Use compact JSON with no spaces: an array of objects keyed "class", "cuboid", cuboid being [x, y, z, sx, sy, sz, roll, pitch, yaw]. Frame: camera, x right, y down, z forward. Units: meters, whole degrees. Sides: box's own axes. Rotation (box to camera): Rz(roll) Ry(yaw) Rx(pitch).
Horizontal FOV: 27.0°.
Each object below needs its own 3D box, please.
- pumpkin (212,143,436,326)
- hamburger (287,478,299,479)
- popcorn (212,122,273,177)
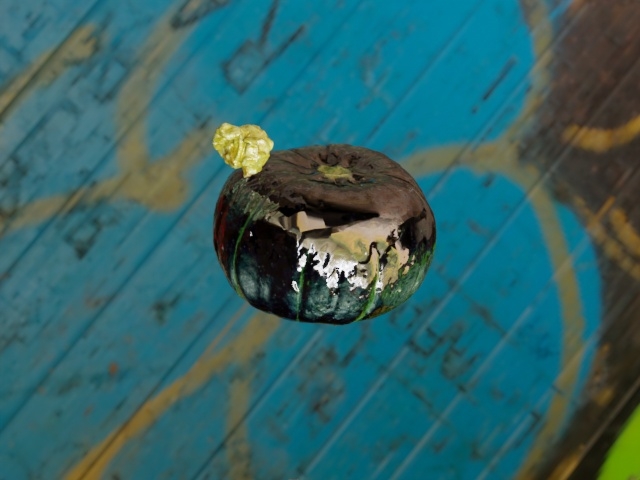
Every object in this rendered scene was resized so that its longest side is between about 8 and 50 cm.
[{"class":"pumpkin","cuboid":[0.000,0.000,1.889,0.315,0.315,0.238,36,131,35]},{"class":"hamburger","cuboid":[-0.084,0.309,1.078,0.144,0.283,0.259,54,163,17]},{"class":"popcorn","cuboid":[-0.099,-0.118,1.668,0.083,0.059,0.068,25,-153,-30]}]
